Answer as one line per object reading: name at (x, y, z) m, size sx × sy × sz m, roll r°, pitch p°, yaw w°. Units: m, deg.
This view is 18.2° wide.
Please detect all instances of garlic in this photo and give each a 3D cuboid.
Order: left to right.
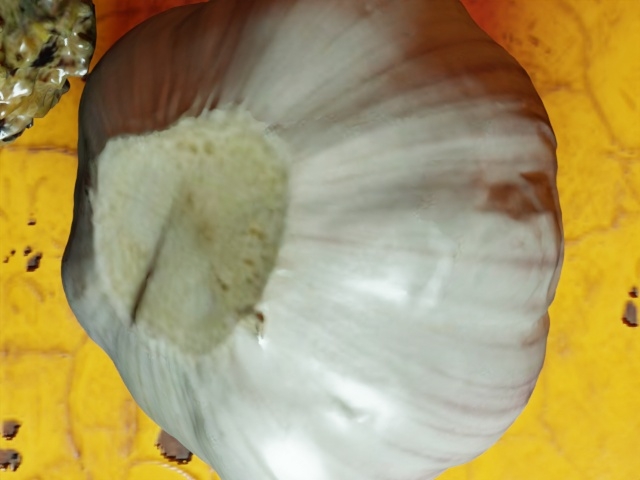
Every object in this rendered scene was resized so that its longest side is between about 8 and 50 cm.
garlic at (0.000, 0.000, 1.122) m, size 0.317 × 0.259 × 0.317 m, roll 8°, pitch 103°, yaw 39°

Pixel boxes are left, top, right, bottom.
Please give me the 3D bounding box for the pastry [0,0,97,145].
pastry at (-0.218, -0.132, 1.136) m, size 0.193 × 0.275 × 0.275 m, roll 10°, pitch 88°, yaw -1°
